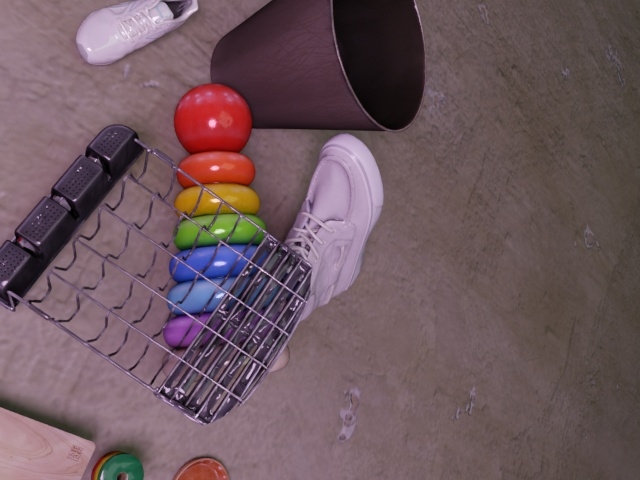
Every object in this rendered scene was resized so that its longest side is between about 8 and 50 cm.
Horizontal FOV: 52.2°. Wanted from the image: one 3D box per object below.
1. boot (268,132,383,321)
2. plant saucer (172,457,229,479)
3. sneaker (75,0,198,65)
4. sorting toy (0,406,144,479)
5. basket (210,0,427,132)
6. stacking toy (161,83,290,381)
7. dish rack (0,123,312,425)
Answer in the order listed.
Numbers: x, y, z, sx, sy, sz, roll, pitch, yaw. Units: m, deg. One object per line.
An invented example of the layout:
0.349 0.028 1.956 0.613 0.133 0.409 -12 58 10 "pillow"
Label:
0.000 0.000 0.804 0.123 0.095 0.258 -41 150 -35 "boot"
-0.143 0.297 0.764 0.083 0.013 0.084 2 86 -44 "plant saucer"
-0.196 -0.238 0.705 0.152 0.061 0.054 -44 120 -35 "sneaker"
-0.302 0.217 0.580 0.274 0.046 0.132 35 64 -32 "sorting toy"
-0.013 -0.211 0.770 0.154 0.226 0.205 -19 101 -44 "basket"
-0.118 -0.015 0.736 0.141 0.141 0.331 0 81 -45 "stacking toy"
-0.152 0.033 0.622 0.271 0.074 0.208 36 73 -5 "dish rack"
